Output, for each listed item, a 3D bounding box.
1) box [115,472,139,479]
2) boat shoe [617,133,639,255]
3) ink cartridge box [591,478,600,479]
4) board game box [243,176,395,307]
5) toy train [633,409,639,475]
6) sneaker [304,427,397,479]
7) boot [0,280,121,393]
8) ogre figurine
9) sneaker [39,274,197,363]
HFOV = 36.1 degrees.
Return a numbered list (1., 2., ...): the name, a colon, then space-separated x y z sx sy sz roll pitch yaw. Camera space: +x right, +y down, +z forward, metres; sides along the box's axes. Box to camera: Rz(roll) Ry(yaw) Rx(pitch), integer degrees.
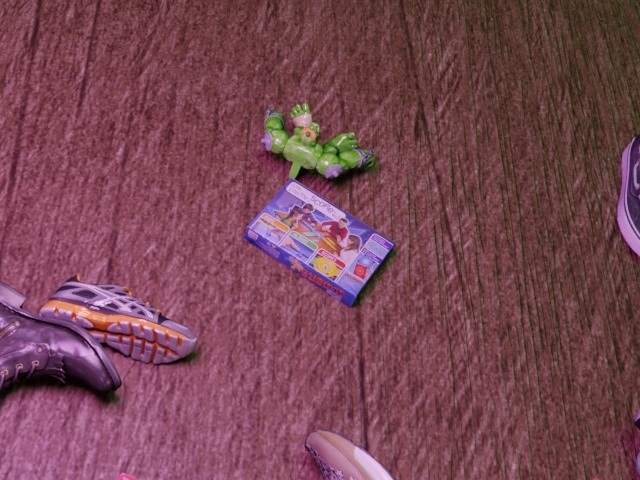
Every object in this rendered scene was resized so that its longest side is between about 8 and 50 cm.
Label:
1. box: -0.137 0.408 1.083 0.300 0.154 0.142 25 11 3
2. boat shoe: 0.606 -0.095 1.763 0.108 0.102 0.301 18 50 -3
3. ink cartridge box: 0.371 0.447 1.288 0.134 0.078 0.231 -17 61 -27
4. board game box: 0.000 0.000 1.544 0.201 0.035 0.136 33 51 9
5. toy train: 0.607 0.345 1.412 0.334 0.142 0.190 46 45 18
6. sneaker: 0.051 0.415 1.186 0.182 0.158 0.410 -24 57 -11
7. boot: -0.415 0.187 1.250 0.263 0.091 0.229 29 56 10
8. ogre figurine: -0.014 -0.156 1.628 0.197 0.097 0.118 41 33 -4
9. sneaker: -0.271 0.103 1.351 0.215 0.084 0.083 18 46 -2
